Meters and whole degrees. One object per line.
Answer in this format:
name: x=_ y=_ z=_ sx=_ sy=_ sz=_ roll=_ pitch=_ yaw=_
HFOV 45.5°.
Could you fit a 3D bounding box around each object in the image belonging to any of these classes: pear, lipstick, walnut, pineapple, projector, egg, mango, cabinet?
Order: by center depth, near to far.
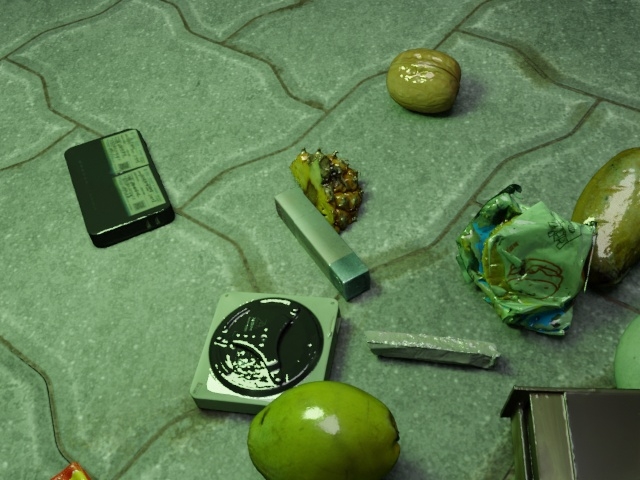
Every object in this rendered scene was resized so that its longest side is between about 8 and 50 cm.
cabinet: x=0.419 y=0.349 z=1.260 sx=0.215 sy=0.148 sz=0.175 roll=1 pitch=58 yaw=1
pear: x=0.004 y=0.346 z=1.310 sx=0.269 sy=0.212 sz=0.212 roll=-7 pitch=47 yaw=14
egg: x=0.610 y=0.221 z=1.349 sx=0.169 sy=0.169 sz=0.236 roll=14 pitch=52 yaw=20
projector: x=-0.106 y=0.218 z=1.522 sx=0.259 sy=0.079 sz=0.257 roll=3 pitch=50 yaw=13
mango: x=0.630 y=-0.050 z=1.606 sx=0.329 sy=0.175 sz=0.176 roll=-50 pitch=33 yaw=-8
lipstick: x=0.000 y=0.000 z=1.709 sx=0.068 sy=0.066 sz=0.317 roll=-27 pitch=50 yaw=-15
pineapple: x=0.032 y=-0.163 z=1.793 sx=0.140 sy=0.164 sz=0.250 roll=-19 pitch=45 yaw=-18
walnut: x=0.266 y=-0.416 z=1.980 sx=0.197 sy=0.165 sz=0.165 roll=21 pitch=55 yaw=16

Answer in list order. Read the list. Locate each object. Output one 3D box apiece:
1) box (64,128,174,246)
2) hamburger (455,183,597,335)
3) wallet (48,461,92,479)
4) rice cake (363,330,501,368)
box: x=-0.510 y=-0.142 z=1.922 sx=0.211 sy=0.058 sz=0.350 roll=-20 pitch=49 yaw=-12
hamburger: x=0.400 y=0.039 z=1.503 sx=0.276 sy=0.150 sz=0.260 roll=28 pitch=99 yaw=12
wallet: x=-0.498 y=0.505 z=1.338 sx=0.241 sy=0.067 sz=0.141 roll=-35 pitch=51 yaw=-21
rice cake: x=0.216 y=0.212 z=1.498 sx=0.270 sy=0.055 sz=0.049 roll=4 pitch=39 yaw=13
